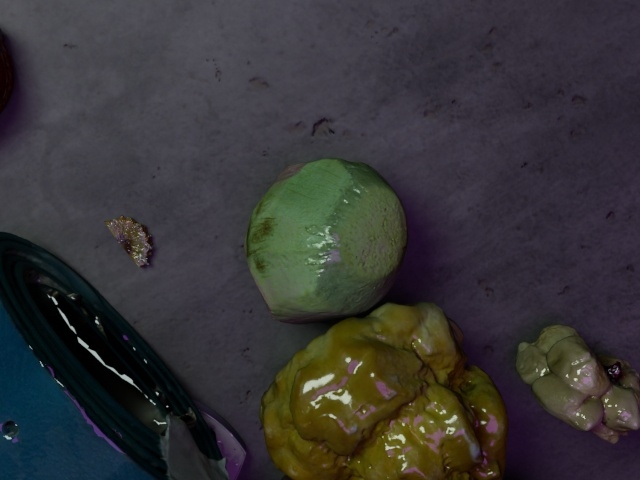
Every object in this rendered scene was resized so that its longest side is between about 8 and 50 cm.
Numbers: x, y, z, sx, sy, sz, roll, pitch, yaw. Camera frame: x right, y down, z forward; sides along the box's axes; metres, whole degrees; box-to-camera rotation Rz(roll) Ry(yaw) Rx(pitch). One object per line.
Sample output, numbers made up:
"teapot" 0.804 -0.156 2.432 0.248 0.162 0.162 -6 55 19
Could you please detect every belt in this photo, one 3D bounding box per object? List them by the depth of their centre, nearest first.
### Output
"belt" -0.302 0.195 0.829 0.436 0.300 0.173 45 92 3

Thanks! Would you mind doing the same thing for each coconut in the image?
"coconut" 0.000 0.000 0.900 0.204 0.236 0.236 -6 104 -40

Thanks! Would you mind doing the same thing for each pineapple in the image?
"pineapple" -0.259 -0.003 0.950 0.045 0.019 0.083 -32 101 2

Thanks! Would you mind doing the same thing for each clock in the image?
"clock" -0.194 0.327 1.004 0.172 0.064 0.198 -7 103 -6

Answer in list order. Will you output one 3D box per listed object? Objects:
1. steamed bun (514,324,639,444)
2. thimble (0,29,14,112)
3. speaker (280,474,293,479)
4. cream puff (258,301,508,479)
"steamed bun" 0.390 0.205 1.001 0.177 0.192 0.106 29 111 -3
"thimble" -0.480 -0.201 0.824 0.189 0.125 0.163 -5 105 -8
"speaker" 0.011 0.455 0.914 0.153 0.192 0.231 17 92 -33
"cream puff" 0.097 0.246 0.888 0.291 0.324 0.257 -39 63 7
